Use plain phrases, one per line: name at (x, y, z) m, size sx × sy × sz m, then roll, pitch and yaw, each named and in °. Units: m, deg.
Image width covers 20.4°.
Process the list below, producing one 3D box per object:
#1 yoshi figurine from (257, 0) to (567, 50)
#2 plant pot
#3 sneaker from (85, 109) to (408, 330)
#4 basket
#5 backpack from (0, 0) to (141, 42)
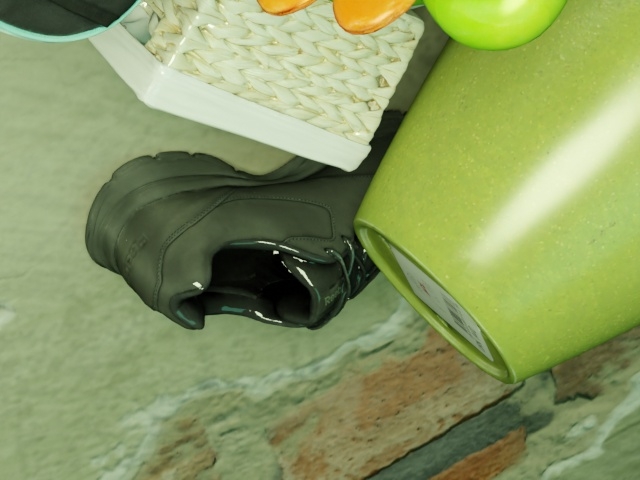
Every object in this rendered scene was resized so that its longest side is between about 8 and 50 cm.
yoshi figurine at (0.034, -0.217, 0.808) m, size 0.203 × 0.362 × 0.203 m, roll 8°, pitch 120°, yaw -37°
plant pot at (0.169, -0.064, 1.059) m, size 0.293 × 0.275 × 0.275 m, roll -44°, pitch 138°, yaw -9°
sneaker at (0.000, 0.000, 1.139) m, size 0.286 × 0.130 × 0.109 m, roll -15°, pitch 130°, yaw -25°
basket at (-0.038, -0.125, 1.020) m, size 0.167 × 0.113 × 0.103 m, roll 16°, pitch 113°, yaw -42°
backpack at (-0.140, -0.174, 0.713) m, size 0.188 × 0.144 × 0.166 m, roll 22°, pitch 96°, yaw -37°
